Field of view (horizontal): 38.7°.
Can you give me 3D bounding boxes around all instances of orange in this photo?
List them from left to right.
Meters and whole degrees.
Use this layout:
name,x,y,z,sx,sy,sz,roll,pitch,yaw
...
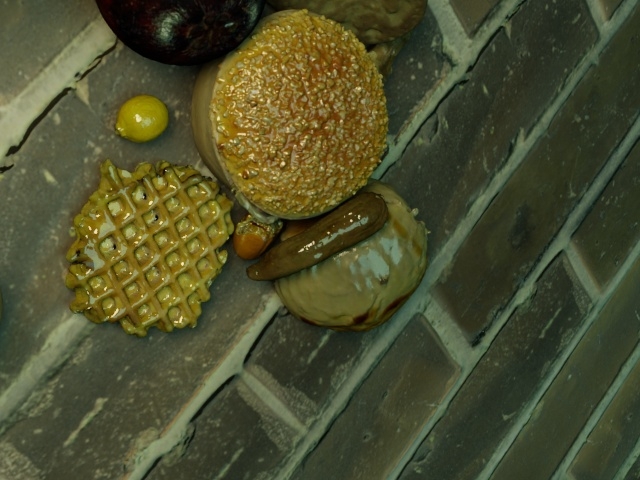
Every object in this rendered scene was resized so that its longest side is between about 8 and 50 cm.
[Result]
name,x,y,z,sx,sy,sz,roll,pitch,yaw
orange,-0.099,-0.009,1.355,0.062,0.086,0.086,35,77,3

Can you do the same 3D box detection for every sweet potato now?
name,x,y,z,sx,sy,sz,roll,pitch,yaw
sweet potato,-0.001,0.000,1.325,0.233,0.081,0.062,-29,88,-5

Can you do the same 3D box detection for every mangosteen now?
name,x,y,z,sx,sy,sz,roll,pitch,yaw
mangosteen,-0.178,-0.327,1.116,0.216,0.216,0.216,-13,112,-37

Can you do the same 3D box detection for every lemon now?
name,x,y,z,sx,sy,sz,roll,pitch,yaw
lemon,-0.235,-0.159,1.199,0.083,0.062,0.062,-33,123,-28

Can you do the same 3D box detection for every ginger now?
name,x,y,z,sx,sy,sz,roll,pitch,yaw
ginger,0.104,-0.302,1.456,0.057,0.044,0.137,35,72,-11

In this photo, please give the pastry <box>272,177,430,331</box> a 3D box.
name,x,y,z,sx,sy,sz,roll,pitch,yaw
pastry,0.069,0.046,1.450,0.256,0.170,0.237,-38,122,-19

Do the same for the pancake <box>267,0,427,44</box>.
name,x,y,z,sx,sy,sz,roll,pitch,yaw
pancake,0.035,-0.353,1.287,0.236,0.222,0.042,10,68,-12

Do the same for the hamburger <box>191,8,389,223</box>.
name,x,y,z,sx,sy,sz,roll,pitch,yaw
hamburger,-0.037,-0.176,1.287,0.302,0.170,0.302,-14,112,-37

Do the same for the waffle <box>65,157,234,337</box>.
name,x,y,z,sx,sy,sz,roll,pitch,yaw
waffle,-0.231,0.011,1.264,0.245,0.052,0.254,16,93,-41

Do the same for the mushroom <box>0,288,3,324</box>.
name,x,y,z,sx,sy,sz,roll,pitch,yaw
mushroom,-0.450,0.055,0.952,0.253,0.189,0.195,12,91,-39
